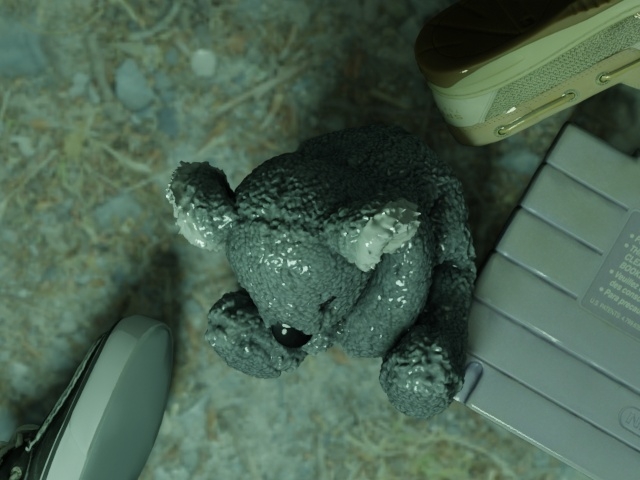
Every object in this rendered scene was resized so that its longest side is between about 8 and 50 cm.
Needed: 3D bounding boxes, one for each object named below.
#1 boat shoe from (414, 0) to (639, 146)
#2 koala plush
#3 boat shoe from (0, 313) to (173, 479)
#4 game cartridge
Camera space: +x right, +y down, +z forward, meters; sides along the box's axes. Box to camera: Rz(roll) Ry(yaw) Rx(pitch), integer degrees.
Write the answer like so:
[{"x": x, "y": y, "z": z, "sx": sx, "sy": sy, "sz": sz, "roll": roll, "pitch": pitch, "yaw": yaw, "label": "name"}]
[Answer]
[{"x": 0.220, "y": -0.162, "z": 1.311, "sx": 0.302, "sy": 0.109, "sz": 0.098, "roll": -26, "pitch": 129, "yaw": 2, "label": "boat shoe"}, {"x": 0.000, "y": 0.000, "z": 1.234, "sx": 0.196, "sy": 0.221, "sz": 0.203, "roll": 12, "pitch": 84, "yaw": 23, "label": "koala plush"}, {"x": -0.206, "y": 0.186, "z": 1.324, "sx": 0.105, "sy": 0.113, "sz": 0.306, "roll": 24, "pitch": 98, "yaw": 20, "label": "boat shoe"}, {"x": 0.280, "y": 0.091, "z": 1.325, "sx": 0.355, "sy": 0.068, "sz": 0.230, "roll": 30, "pitch": 88, "yaw": 2, "label": "game cartridge"}]
